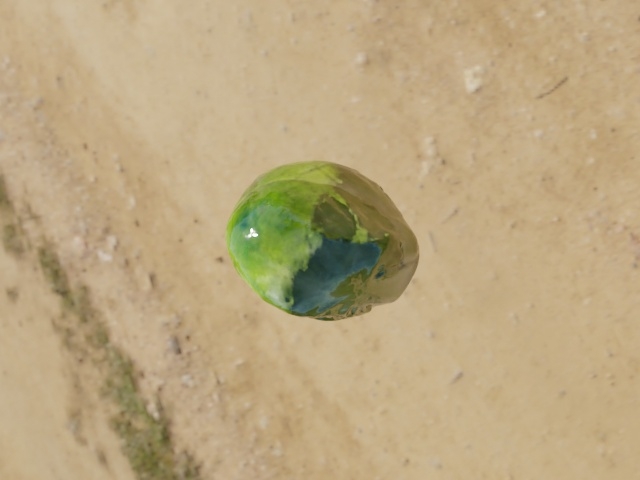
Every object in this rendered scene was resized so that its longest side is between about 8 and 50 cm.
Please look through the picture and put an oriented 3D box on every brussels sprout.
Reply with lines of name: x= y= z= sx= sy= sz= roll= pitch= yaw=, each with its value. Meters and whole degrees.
brussels sprout: x=-0.002 y=0.002 z=0.997 sx=0.155 sy=0.155 sz=0.118 roll=47 pitch=124 yaw=26
